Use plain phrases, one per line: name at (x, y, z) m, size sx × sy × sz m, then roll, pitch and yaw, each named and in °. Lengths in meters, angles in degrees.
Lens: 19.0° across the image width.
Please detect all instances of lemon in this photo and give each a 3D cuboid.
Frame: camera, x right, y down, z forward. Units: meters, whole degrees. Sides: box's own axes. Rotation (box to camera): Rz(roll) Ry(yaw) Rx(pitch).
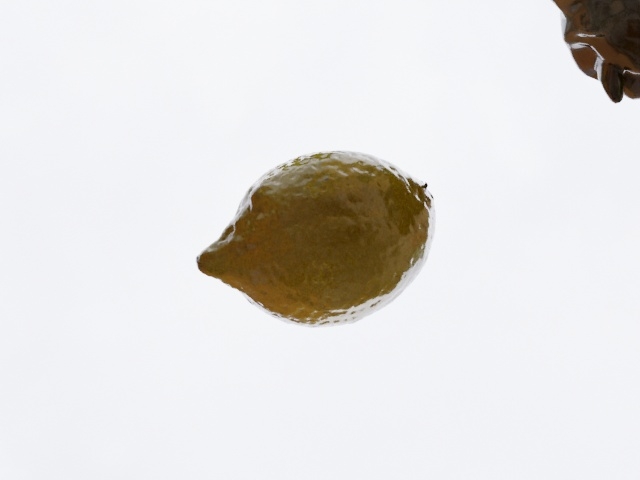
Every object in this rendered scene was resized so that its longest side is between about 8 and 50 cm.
lemon at (0.000, 0.000, 0.689) m, size 0.092 × 0.065 × 0.065 m, roll -15°, pitch -83°, yaw -17°

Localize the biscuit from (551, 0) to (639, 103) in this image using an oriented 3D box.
biscuit at (0.274, -0.162, 0.738) m, size 0.366 × 0.115 × 0.268 m, roll 8°, pitch -119°, yaw 19°
